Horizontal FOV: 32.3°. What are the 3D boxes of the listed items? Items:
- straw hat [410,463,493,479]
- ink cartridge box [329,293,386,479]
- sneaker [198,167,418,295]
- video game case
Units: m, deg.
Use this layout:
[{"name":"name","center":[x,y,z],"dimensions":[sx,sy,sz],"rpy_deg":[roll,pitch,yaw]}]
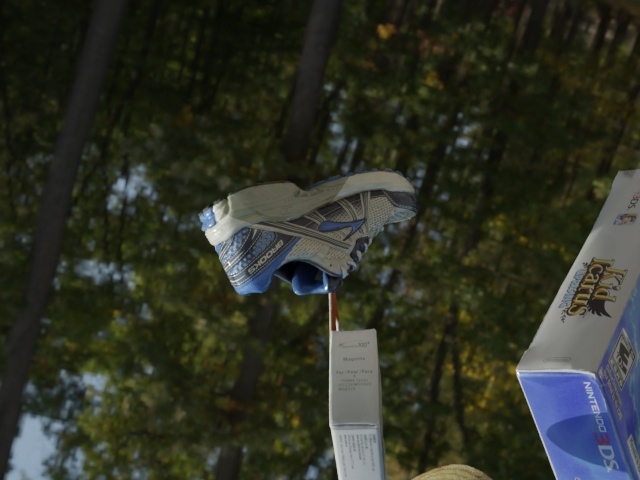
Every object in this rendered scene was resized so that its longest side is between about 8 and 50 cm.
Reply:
[{"name":"straw hat","center":[0.042,0.186,0.644],"dimensions":[0.061,0.144,0.144],"rpy_deg":[34,-174,-28]},{"name":"ink cartridge box","center":[0.047,0.186,1.360],"dimensions":[0.060,0.275,0.239],"rpy_deg":[-2,-127,4]},{"name":"sneaker","center":[0.000,0.000,0.567],"dimensions":[0.135,0.058,0.052],"rpy_deg":[-11,171,-39]},{"name":"video game case","center":[0.248,0.122,0.817],"dimensions":[0.061,0.270,0.244],"rpy_deg":[-5,-148,35]}]
